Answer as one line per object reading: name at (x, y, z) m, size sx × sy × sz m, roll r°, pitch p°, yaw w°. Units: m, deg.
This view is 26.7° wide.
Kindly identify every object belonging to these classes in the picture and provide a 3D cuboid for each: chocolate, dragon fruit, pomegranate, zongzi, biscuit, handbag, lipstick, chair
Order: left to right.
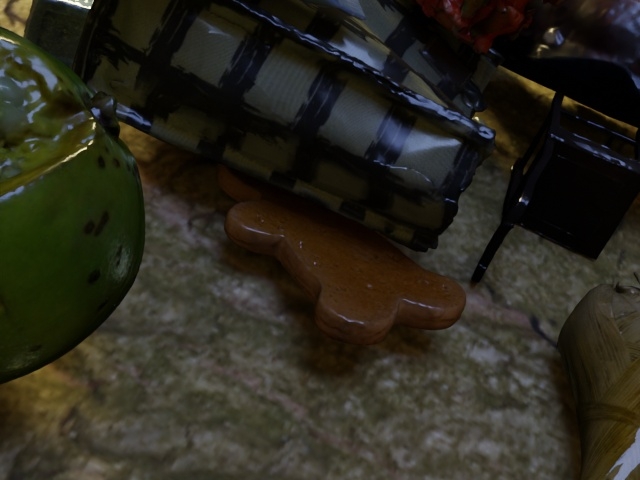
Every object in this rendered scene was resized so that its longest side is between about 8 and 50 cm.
pomegranate at (-0.252, 0.000, 0.821) m, size 0.302 × 0.236 × 0.236 m, roll -34°, pitch 62°, yaw -14°
lipstick at (-0.223, -0.273, 1.269) m, size 0.068 × 0.066 × 0.317 m, roll 15°, pitch 38°, yaw -14°
handbag at (-0.009, -0.158, 1.160) m, size 0.327 × 0.162 × 0.325 m, roll 27°, pitch 26°, yaw -1°
biscuit at (0.000, 0.001, 1.081) m, size 0.165 × 0.036 × 0.250 m, roll -5°, pitch 37°, yaw -42°
dragon fruit at (0.152, -0.241, 1.196) m, size 0.133 × 0.208 × 0.150 m, roll -12°, pitch 94°, yaw -50°
chair at (0.218, -0.031, 1.212) m, size 0.113 × 0.106 × 0.229 m, roll 24°, pitch 37°, yaw 0°
zongzi at (0.220, 0.128, 1.030) m, size 0.197 × 0.099 × 0.194 m, roll -11°, pitch 49°, yaw -31°
chocolate at (0.317, -0.218, 1.354) m, size 0.284 × 0.186 × 0.283 m, roll 22°, pitch 8°, yaw -3°

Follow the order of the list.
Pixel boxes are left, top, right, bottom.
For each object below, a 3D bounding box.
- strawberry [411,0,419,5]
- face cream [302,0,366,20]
strawberry at (0.073, -0.277, 1.350) m, size 0.234 × 0.234 × 0.178 m, roll -8°, pitch 82°, yaw -38°
face cream at (-0.139, -0.254, 0.966) m, size 0.385 × 0.086 × 0.135 m, roll 14°, pitch 39°, yaw -33°
